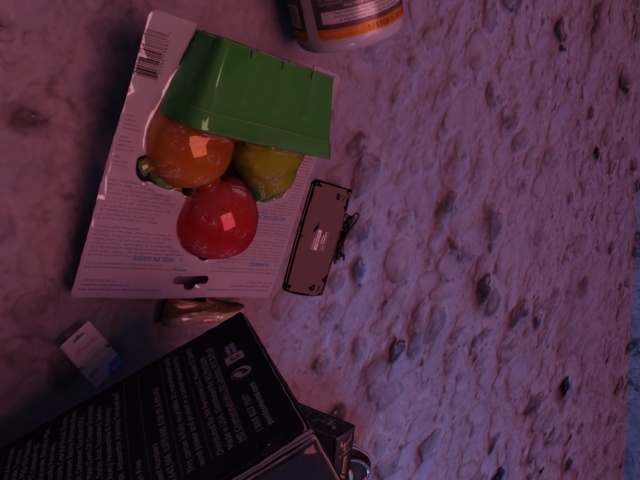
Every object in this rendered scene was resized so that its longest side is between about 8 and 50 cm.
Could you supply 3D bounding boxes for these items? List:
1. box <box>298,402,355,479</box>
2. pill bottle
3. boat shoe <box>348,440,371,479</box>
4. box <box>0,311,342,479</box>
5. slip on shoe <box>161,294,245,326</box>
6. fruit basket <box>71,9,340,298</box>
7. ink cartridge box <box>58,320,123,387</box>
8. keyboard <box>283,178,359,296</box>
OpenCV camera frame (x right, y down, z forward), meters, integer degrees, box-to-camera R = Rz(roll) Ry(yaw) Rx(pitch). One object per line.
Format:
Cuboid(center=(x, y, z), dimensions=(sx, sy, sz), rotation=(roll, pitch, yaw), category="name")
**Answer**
Cuboid(center=(-0.069, 0.326, 1.019), dimensions=(0.059, 0.232, 0.184), rotation=(-12, 112, -57), category="box")
Cuboid(center=(0.016, -0.409, 0.918), dimensions=(0.162, 0.162, 0.279), rotation=(-36, 127, -33), category="pill bottle")
Cuboid(center=(-0.002, 0.424, 1.205), dimensions=(0.335, 0.119, 0.121), rotation=(15, 92, -48), category="boat shoe")
Cuboid(center=(-0.156, 0.424, 0.741), dimensions=(0.471, 0.297, 0.480), rotation=(-29, 113, -10), category="box")
Cuboid(center=(-0.166, 0.095, 0.982), dimensions=(0.135, 0.051, 0.041), rotation=(-3, 93, -40), category="slip on shoe")
Cuboid(center=(-0.140, -0.088, 0.900), dimensions=(0.327, 0.165, 0.353), rotation=(4, 115, -47), category="fruit basket")
Cuboid(center=(-0.296, 0.141, 0.870), dimensions=(0.048, 0.028, 0.083), rotation=(-46, 132, -27), category="ink cartridge box")
Cuboid(center=(0.000, 0.000, 1.143), dimensions=(0.100, 0.038, 0.192), rotation=(16, 93, -25), category="keyboard")
